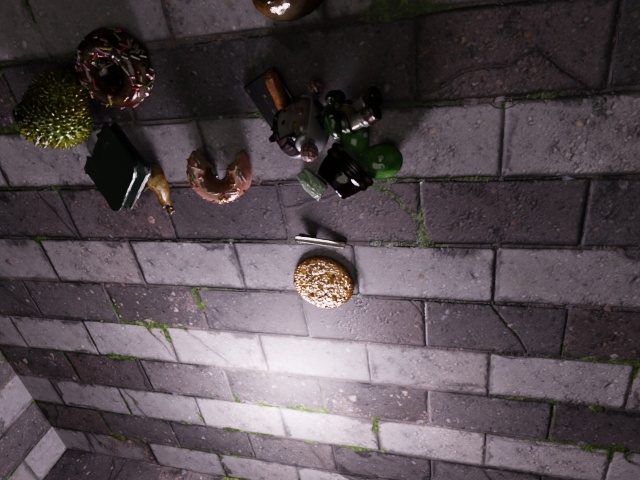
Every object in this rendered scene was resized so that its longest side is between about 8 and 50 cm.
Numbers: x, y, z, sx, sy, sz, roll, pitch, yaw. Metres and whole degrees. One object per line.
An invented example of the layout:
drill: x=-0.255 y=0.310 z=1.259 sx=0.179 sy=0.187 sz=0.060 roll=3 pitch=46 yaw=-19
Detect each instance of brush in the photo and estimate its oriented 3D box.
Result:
brush: x=0.000 y=0.000 z=1.763 sx=0.190 sy=0.027 sz=0.034 roll=8 pitch=129 yaw=3

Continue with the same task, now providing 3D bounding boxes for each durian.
durian: x=-0.908 y=-0.435 z=1.631 sx=0.291 sy=0.291 sz=0.224 roll=-14 pitch=153 yaw=25

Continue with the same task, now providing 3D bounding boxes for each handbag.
handbag: x=-0.754 y=-0.269 z=1.738 sx=0.260 sy=0.079 sz=0.247 roll=49 pitch=124 yaw=14

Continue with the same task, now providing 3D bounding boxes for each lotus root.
lotus root: x=-0.099 y=-0.717 z=1.230 sx=0.272 sy=0.192 sz=0.272 roll=13 pitch=127 yaw=18

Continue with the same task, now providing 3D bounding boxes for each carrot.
carrot: x=-0.124 y=-0.429 z=1.488 sx=0.048 sy=0.048 sz=0.216 roll=-4 pitch=128 yaw=20

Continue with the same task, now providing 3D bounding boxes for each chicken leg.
chicken leg: x=-0.618 y=-0.190 z=1.792 sx=0.101 sy=0.085 sz=0.207 roll=-17 pitch=122 yaw=-2

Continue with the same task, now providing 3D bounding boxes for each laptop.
laptop: x=-0.146 y=-0.440 z=1.519 sx=0.135 sy=0.016 sz=0.197 roll=-24 pitch=113 yaw=30

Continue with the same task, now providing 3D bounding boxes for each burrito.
burrito: x=-0.034 y=-0.194 z=1.632 sx=0.118 sy=0.044 sz=0.074 roll=37 pitch=129 yaw=-13

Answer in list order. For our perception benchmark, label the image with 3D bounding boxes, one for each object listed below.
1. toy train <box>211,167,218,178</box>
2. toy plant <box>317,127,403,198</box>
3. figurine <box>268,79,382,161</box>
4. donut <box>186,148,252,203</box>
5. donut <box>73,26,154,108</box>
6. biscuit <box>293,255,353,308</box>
toy train: x=-0.412 y=-0.232 z=1.731 sx=0.083 sy=0.033 sz=0.053 roll=-25 pitch=108 yaw=29
toy plant: x=0.120 y=-0.246 z=1.482 sx=0.235 sy=0.175 sz=0.218 roll=-44 pitch=97 yaw=8
figurine: x=0.006 y=-0.352 z=1.403 sx=0.370 sy=0.281 sz=0.167 roll=-11 pitch=153 yaw=32
donut: x=-0.359 y=-0.219 z=1.664 sx=0.232 sy=0.085 sz=0.199 roll=0 pitch=120 yaw=-1
donut: x=-0.683 y=-0.562 z=1.556 sx=0.269 sy=0.103 sz=0.270 roll=8 pitch=123 yaw=13
biscuit: x=0.010 y=0.172 z=1.864 sx=0.254 sy=0.035 sz=0.254 roll=8 pitch=124 yaw=12
